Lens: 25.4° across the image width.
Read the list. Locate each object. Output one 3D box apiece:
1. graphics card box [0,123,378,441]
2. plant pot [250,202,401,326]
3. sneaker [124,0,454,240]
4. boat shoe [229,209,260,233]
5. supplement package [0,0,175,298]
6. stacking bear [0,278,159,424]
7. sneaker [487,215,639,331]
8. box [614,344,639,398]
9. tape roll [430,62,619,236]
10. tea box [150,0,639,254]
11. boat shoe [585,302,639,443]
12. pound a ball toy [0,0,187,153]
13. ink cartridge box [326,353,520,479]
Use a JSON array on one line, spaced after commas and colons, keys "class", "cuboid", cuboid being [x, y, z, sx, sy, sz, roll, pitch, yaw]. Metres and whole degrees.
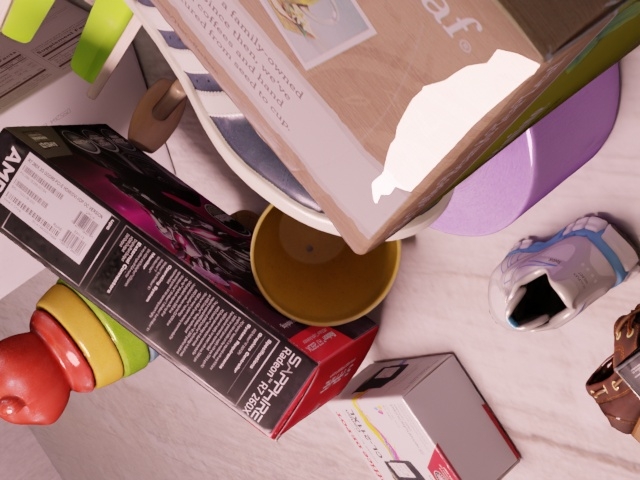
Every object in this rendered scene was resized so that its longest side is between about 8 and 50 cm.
[{"class": "graphics card box", "cuboid": [-0.134, 0.026, 1.359, 0.371, 0.094, 0.233, 35, -166, 10]}, {"class": "plant pot", "cuboid": [0.000, 0.000, 1.291, 0.134, 0.134, 0.095, 61, -179, -16]}, {"class": "sneaker", "cuboid": [-0.041, -0.151, 0.915, 0.350, 0.131, 0.148, 47, 159, 15]}, {"class": "boat shoe", "cuboid": [-0.049, 0.047, 1.501, 0.170, 0.063, 0.059, 59, 160, 10]}, {"class": "supplement package", "cuboid": [-0.321, -0.100, 1.536, 0.145, 0.262, 0.204, 32, 148, 39]}, {"class": "stacking bear", "cuboid": [-0.283, 0.117, 1.725, 0.175, 0.289, 0.164, 28, 146, 43]}, {"class": "sneaker", "cuboid": [0.162, 0.041, 1.087, 0.071, 0.083, 0.191, 50, 157, 3]}, {"class": "box", "cuboid": [0.273, 0.034, 0.801, 0.077, 0.147, 0.180, 50, 155, 9]}, {"class": "tape roll", "cuboid": [0.074, -0.140, 0.995, 0.275, 0.090, 0.275, 40, 152, 27]}, {"class": "tea box", "cuboid": [0.057, -0.234, 0.617, 0.329, 0.323, 0.220, 52, 156, 5]}, {"class": "boat shoe", "cuboid": [0.238, 0.083, 1.017, 0.073, 0.073, 0.207, 43, 154, 17]}, {"class": "pound a ball toy", "cuboid": [-0.178, -0.224, 1.323, 0.208, 0.136, 0.319, 30, 158, -11]}, {"class": "ink cartridge box", "cuboid": [0.097, 0.188, 1.405, 0.127, 0.072, 0.175, 56, 155, -8]}]
